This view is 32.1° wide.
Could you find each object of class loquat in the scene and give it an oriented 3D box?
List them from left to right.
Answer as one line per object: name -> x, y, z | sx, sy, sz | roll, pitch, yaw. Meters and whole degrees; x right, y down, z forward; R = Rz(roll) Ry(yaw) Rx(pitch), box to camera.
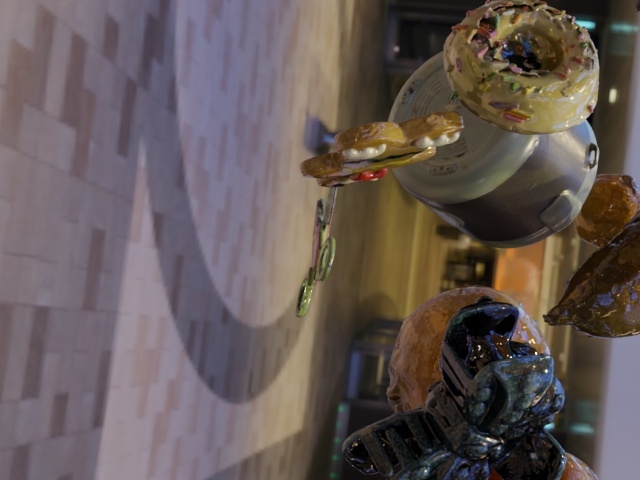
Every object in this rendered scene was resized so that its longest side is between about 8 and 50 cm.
loquat -> 0.278, 0.246, 2.083 | 0.328, 0.328, 0.328 | 6, 90, -82
loquat -> 0.482, -0.049, 1.846 | 0.113, 0.137, 0.137 | 68, 27, -47

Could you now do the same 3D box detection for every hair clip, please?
hair clip -> 0.186, 0.228, 1.390 | 0.310, 0.206, 0.194 | -52, -134, 24

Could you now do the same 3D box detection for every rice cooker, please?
rice cooker -> 0.267, -0.145, 1.737 | 0.277, 0.288, 0.288 | 31, 61, -48

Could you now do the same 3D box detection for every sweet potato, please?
sweet potato -> 0.465, 0.052, 1.602 | 0.370, 0.158, 0.158 | -35, 141, -33

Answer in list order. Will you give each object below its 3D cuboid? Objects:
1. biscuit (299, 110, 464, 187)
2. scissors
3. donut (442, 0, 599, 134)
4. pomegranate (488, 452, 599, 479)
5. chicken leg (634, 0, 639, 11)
biscuit -> 0.058, -0.088, 1.203 | 0.240, 0.158, 0.035 | 144, -65, -73
scissors -> 0.000, 0.000, 1.462 | 0.133, 0.020, 0.187 | 121, -17, -48
donut -> 0.211, -0.184, 1.147 | 0.068, 0.174, 0.174 | 107, -4, -55
pomegranate -> 0.392, 0.478, 1.889 | 0.229, 0.270, 0.252 | 54, 21, -31
chicken leg -> 0.635, -0.476, 1.851 | 0.177, 0.083, 0.322 | -98, -151, -44
